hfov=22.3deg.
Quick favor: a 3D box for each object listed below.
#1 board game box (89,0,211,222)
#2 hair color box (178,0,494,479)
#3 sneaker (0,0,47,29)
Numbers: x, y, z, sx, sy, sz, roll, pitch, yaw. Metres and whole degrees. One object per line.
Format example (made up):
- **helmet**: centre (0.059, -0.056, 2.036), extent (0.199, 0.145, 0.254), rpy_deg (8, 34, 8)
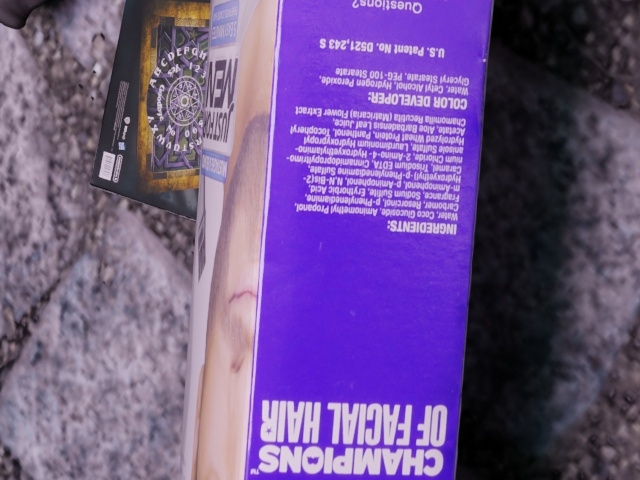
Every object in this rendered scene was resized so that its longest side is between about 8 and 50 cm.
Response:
- **board game box**: centre (-0.063, -0.105, 0.936), extent (0.126, 0.026, 0.186), rpy_deg (19, 102, 32)
- **hair color box**: centre (0.000, 0.000, 0.795), extent (0.185, 0.110, 0.339), rpy_deg (-159, 71, -76)
- **sneaker**: centre (-0.203, -0.274, 0.958), extent (0.130, 0.109, 0.286), rpy_deg (-27, 100, -2)
